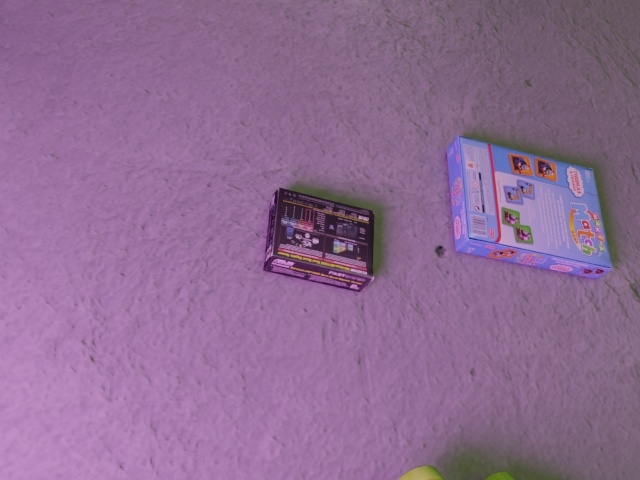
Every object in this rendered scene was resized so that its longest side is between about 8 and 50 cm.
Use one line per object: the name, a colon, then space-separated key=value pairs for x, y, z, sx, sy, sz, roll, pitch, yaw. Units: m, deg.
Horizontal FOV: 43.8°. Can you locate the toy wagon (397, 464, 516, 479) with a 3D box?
toy wagon: x=0.221 y=0.315 z=0.711 sx=0.344 sy=0.068 sz=0.267 roll=16 pitch=22 yaw=-39

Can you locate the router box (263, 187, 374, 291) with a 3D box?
router box: x=0.000 y=0.000 z=0.904 sx=0.122 sy=0.038 sz=0.092 roll=14 pitch=56 yaw=-14

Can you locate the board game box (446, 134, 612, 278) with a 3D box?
board game box: x=0.272 y=-0.043 z=1.043 sx=0.211 sy=0.039 sz=0.160 roll=11 pitch=58 yaw=-16
